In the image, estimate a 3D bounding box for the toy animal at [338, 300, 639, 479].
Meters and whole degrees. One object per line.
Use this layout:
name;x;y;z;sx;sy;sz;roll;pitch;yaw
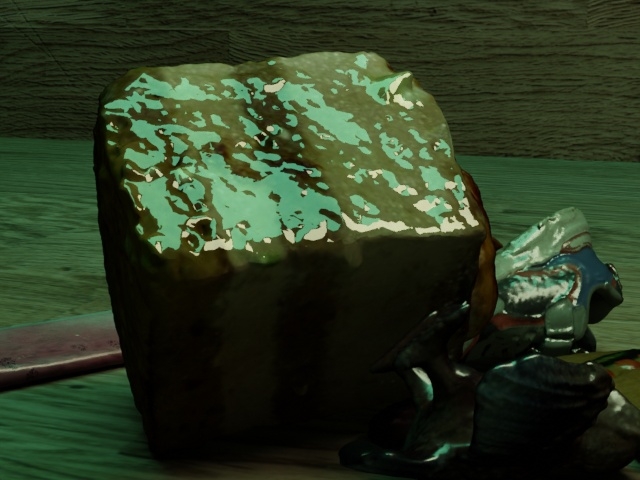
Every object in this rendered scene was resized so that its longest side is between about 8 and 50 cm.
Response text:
toy animal;0.111;0.120;0.772;0.180;0.116;0.218;25;-22;-10

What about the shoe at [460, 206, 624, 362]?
shoe;0.163;0.071;1.021;0.228;0.125;0.099;-34;-10;-29

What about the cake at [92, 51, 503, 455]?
cake;0.000;0.000;0.853;0.293;0.198;0.196;-7;45;-16

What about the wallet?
wallet;-0.228;0.089;1.052;0.232;0.025;0.119;-8;12;-37

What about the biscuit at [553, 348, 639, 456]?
biscuit;0.279;0.111;0.873;0.302;0.043;0.278;6;12;29
